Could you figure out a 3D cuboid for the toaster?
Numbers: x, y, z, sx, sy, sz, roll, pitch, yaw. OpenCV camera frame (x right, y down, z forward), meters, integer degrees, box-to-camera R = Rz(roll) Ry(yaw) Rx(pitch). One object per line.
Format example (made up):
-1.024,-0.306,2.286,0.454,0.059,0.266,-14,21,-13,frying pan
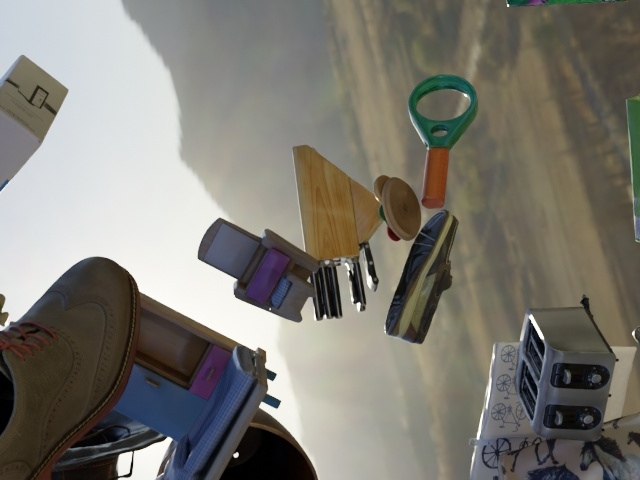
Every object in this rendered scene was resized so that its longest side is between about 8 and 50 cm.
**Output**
0.387,0.202,2.040,0.186,0.110,0.168,-104,17,-62,toaster

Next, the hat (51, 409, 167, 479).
-0.353,0.323,1.783,0.331,0.331,0.134,-110,14,-82,hat

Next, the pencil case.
0.503,0.382,2.094,0.160,0.410,0.183,46,-148,-45,pencil case

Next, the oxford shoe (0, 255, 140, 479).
-0.268,0.124,1.200,0.130,0.123,0.348,81,-158,-44,oxford shoe

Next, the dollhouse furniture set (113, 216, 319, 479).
-0.146,0.121,1.279,0.286,0.198,0.303,-61,8,7,dollhouse furniture set

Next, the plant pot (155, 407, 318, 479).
-0.120,0.304,1.737,0.230,0.215,0.215,-117,12,-74,plant pot

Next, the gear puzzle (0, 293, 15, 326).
-0.574,0.139,1.949,0.044,0.339,0.175,83,-160,-66,gear puzzle

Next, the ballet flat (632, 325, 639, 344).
0.619,0.066,2.143,0.106,0.316,0.107,30,150,18,ballet flat

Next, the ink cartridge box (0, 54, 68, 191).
-0.417,-0.137,1.666,0.086,0.148,0.203,38,-161,-17,ink cartridge box

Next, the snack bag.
0.407,0.344,2.275,0.037,0.323,0.342,26,108,59,snack bag

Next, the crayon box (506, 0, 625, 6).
0.356,-0.416,1.814,0.278,0.165,0.081,-66,-28,-58,crayon box

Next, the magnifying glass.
0.153,-0.132,1.652,0.026,0.092,0.231,77,-163,-49,magnifying glass

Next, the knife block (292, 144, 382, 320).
0.000,0.000,2.276,0.275,0.242,0.088,37,170,7,knife block

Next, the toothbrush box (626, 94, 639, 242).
0.526,-0.073,1.598,0.283,0.122,0.206,28,133,55,toothbrush box

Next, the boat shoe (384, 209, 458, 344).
0.176,0.062,2.074,0.223,0.073,0.080,-66,21,-6,boat shoe

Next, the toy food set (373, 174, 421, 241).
0.095,-0.037,1.559,0.083,0.020,0.082,15,-116,-52,toy food set
